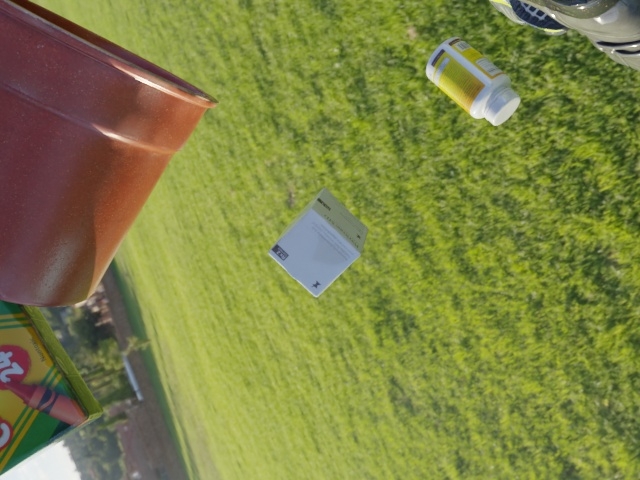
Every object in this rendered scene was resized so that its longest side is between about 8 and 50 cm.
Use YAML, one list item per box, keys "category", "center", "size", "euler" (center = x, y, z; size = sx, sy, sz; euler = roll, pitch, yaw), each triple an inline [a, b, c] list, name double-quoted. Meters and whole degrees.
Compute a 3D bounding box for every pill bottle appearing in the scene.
- category: "pill bottle"
  center: [0.355, -0.365, 1.420]
  size: [0.215, 0.117, 0.117]
  euler: [49, 150, 22]

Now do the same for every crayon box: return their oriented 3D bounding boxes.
- category: "crayon box"
  center: [-0.448, 0.210, 0.704]
  size: [0.202, 0.318, 0.081]
  euler: [55, 168, 6]

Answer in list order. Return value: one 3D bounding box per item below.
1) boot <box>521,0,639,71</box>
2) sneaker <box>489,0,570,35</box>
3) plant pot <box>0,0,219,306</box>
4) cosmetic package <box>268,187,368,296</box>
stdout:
- category: "boot"
  center: [0.369, -0.347, 0.894]
  size: [0.118, 0.222, 0.338]
  euler: [-50, 36, 25]
- category: "sneaker"
  center: [0.473, -0.535, 1.377]
  size: [0.111, 0.121, 0.300]
  euler: [-47, 43, 19]
- category: "plant pot"
  center: [-0.287, -0.091, 0.649]
  size: [0.272, 0.272, 0.265]
  euler: [38, 104, 48]
- category: "cosmetic package"
  center: [0.000, 0.000, 1.402]
  size: [0.151, 0.151, 0.184]
  euler: [42, -160, -7]
